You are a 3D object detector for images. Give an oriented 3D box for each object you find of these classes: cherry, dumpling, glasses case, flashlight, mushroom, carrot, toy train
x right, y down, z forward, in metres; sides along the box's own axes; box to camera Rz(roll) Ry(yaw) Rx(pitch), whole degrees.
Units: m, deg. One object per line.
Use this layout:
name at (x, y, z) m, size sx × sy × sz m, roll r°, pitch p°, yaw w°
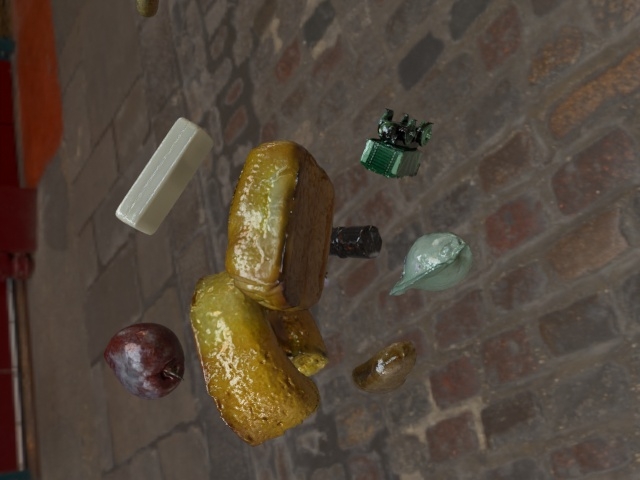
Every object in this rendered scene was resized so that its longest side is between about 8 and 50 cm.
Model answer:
cherry at (-0.540, 0.365, 2.194) m, size 0.300 × 0.203 × 0.230 m, roll 10°, pitch 122°, yaw 26°
dumpling at (0.191, 0.040, 1.279) m, size 0.217 × 0.149 × 0.105 m, roll 80°, pitch -176°, yaw -88°
glasses case at (-0.406, -0.167, 1.872) m, size 0.070 × 0.131 × 0.313 m, roll 33°, pitch 87°, yaw 15°
flashlight at (0.000, 0.000, 2.108) m, size 0.423 × 0.103 × 0.103 m, roll 2°, pitch 90°, yaw 46°
mushroom at (0.119, 0.271, 1.454) m, size 0.210 × 0.094 × 0.072 m, roll -48°, pitch 45°, yaw 50°
carrot at (-0.331, -0.525, 1.397) m, size 0.254 × 0.049 × 0.049 m, roll 131°, pitch 131°, yaw -61°
toy train at (0.197, -0.236, 1.764) m, size 0.115 × 0.269 × 0.155 m, roll 20°, pitch 103°, yaw 17°

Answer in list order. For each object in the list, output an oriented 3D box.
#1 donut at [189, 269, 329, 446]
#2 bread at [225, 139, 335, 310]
donut at (-0.131, 0.225, 1.636) m, size 0.163 × 0.435 × 0.378 m, roll -29°, pitch 104°, yaw 17°
bread at (-0.081, -0.021, 1.507) m, size 0.147 × 0.328 × 0.337 m, roll 6°, pitch 82°, yaw 16°
